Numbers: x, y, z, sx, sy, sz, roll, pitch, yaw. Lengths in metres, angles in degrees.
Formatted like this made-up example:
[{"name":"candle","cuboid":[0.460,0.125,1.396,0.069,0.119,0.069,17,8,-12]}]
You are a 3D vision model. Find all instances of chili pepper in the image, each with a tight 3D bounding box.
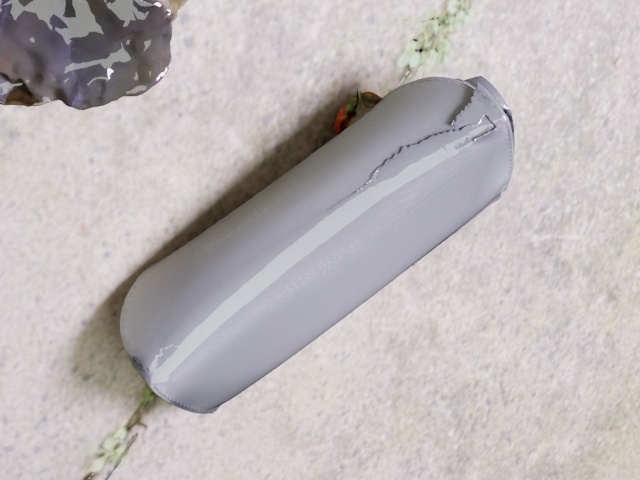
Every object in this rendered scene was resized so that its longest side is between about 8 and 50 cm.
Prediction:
[{"name":"chili pepper","cuboid":[0.047,-0.049,1.296,0.045,0.027,0.178,-34,131,-11]}]

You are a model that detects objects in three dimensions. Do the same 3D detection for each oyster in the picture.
[{"name":"oyster","cuboid":[-0.183,-0.138,0.991,0.341,0.110,0.166,-2,110,-25]}]

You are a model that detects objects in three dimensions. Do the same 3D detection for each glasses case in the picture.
[{"name":"glasses case","cuboid":[0.001,0.001,1.235,0.308,0.083,0.128,-36,148,-4]}]
